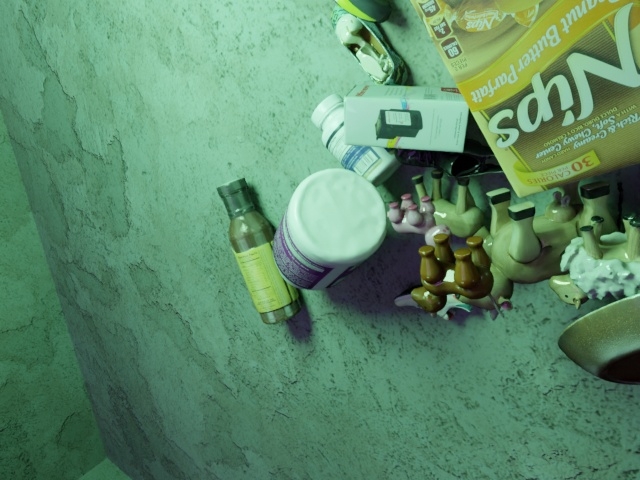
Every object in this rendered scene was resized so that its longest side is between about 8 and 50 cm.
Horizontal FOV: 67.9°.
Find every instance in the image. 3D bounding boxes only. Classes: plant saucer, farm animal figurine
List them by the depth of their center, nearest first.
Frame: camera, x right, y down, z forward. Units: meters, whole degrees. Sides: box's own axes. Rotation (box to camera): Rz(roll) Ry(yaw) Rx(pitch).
[{"bbox_3d":[0.449,0.116,0.552,0.310,0.310,0.050,-38,44,44],"label":"plant saucer"},{"bbox_3d":[0.263,0.011,0.684,0.326,0.330,0.172,-10,115,18],"label":"farm animal figurine"}]

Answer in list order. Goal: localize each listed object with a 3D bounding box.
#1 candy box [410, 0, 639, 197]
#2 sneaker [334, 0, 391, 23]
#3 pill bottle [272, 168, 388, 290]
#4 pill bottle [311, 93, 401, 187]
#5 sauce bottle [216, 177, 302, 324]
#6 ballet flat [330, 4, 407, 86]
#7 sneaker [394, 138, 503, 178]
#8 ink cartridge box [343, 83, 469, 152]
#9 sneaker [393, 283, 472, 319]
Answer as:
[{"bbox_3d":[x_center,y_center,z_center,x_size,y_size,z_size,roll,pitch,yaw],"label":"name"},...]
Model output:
[{"bbox_3d":[0.244,-0.209,0.513,0.182,0.088,0.316,-17,124,38],"label":"candy box"},{"bbox_3d":[0.041,-0.480,0.721,0.121,0.111,0.300,-21,98,40],"label":"sneaker"},{"bbox_3d":[0.000,0.000,0.896,0.169,0.169,0.301,53,158,6],"label":"pill bottle"},{"bbox_3d":[0.063,-0.179,0.855,0.169,0.094,0.094,50,133,10],"label":"pill bottle"},{"bbox_3d":[-0.148,0.023,1.123,0.111,0.111,0.345,-12,101,43],"label":"sauce bottle"},{"bbox_3d":[0.072,-0.328,0.795,0.188,0.070,0.070,49,133,11],"label":"ballet flat"},{"bbox_3d":[0.199,-0.131,0.743,0.170,0.089,0.051,2,118,13],"label":"sneaker"},{"bbox_3d":[0.130,-0.191,0.726,0.175,0.127,0.072,6,118,11],"label":"ink cartridge box"},{"bbox_3d":[0.212,0.120,0.898,0.161,0.057,0.075,-23,90,41],"label":"sneaker"}]
